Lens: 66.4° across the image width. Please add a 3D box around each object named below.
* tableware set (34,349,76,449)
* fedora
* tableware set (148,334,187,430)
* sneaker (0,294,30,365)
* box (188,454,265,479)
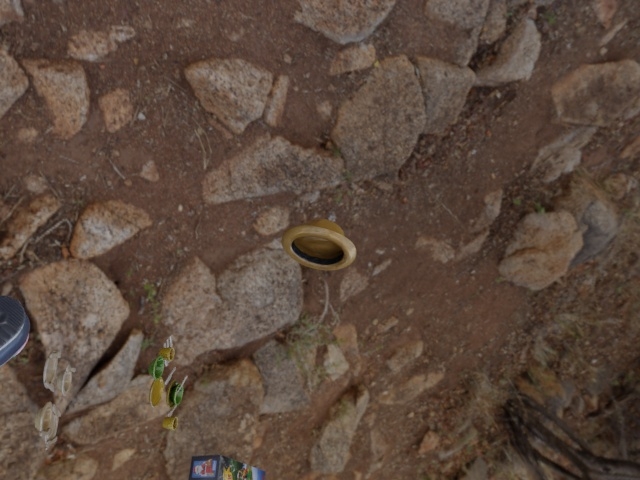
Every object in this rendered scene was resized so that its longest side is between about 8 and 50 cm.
[{"bbox_3d":[-0.476,0.284,0.876,0.020,0.168,0.141,4,155,-12],"label":"tableware set"},{"bbox_3d":[0.000,0.000,1.253,0.194,0.079,0.194,8,142,7],"label":"fedora"},{"bbox_3d":[-0.250,0.243,0.807,0.024,0.104,0.154,4,111,6],"label":"tableware set"},{"bbox_3d":[-0.583,0.218,0.723,0.319,0.112,0.131,-38,169,-34],"label":"sneaker"},{"bbox_3d":[-0.127,0.414,0.630,0.044,0.233,0.159,-8,147,13],"label":"box"}]
